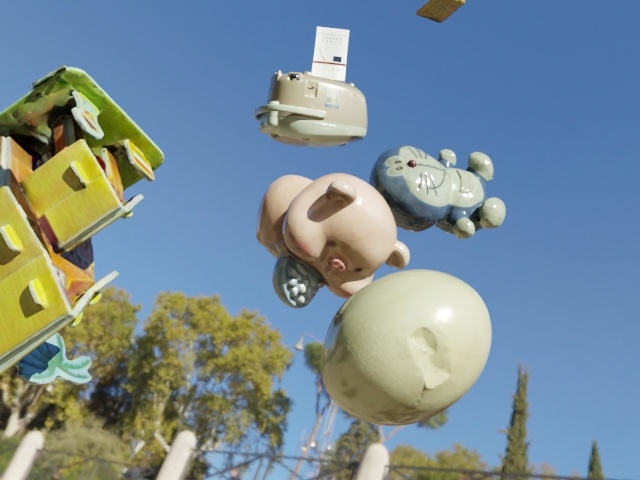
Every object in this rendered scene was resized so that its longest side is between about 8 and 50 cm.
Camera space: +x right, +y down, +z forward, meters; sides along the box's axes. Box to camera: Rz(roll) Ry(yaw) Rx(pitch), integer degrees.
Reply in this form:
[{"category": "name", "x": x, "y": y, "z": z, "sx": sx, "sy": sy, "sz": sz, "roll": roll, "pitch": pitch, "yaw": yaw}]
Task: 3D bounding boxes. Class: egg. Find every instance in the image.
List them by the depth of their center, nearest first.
[{"category": "egg", "x": 0.128, "y": 0.158, "z": 1.014, "sx": 0.219, "sy": 0.269, "sz": 0.219, "roll": 50, "pitch": -16, "yaw": 20}]

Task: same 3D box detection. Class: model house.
[{"category": "model house", "x": -0.320, "y": 0.034, "z": 0.891, "sx": 0.300, "sy": 0.324, "sz": 0.340, "roll": -32, "pitch": -45, "yaw": 7}]

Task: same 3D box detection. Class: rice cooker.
[{"category": "rice cooker", "x": -0.013, "y": -0.231, "z": 1.222, "sx": 0.206, "sy": 0.127, "sz": 0.145, "roll": 10, "pitch": -3, "yaw": -19}]

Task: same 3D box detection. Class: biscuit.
[{"category": "biscuit", "x": 0.263, "y": -0.511, "z": 1.483, "sx": 0.083, "sy": 0.018, "sz": 0.081, "roll": 2, "pitch": -22, "yaw": -38}]

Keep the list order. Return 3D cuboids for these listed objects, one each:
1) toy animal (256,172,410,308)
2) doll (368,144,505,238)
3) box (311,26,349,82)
[{"category": "toy animal", "x": 0.008, "y": -0.018, "z": 1.142, "sx": 0.229, "sy": 0.221, "sz": 0.210, "roll": -40, "pitch": -56, "yaw": 16}, {"category": "doll", "x": 0.221, "y": -0.100, "z": 1.338, "sx": 0.258, "sy": 0.228, "sz": 0.154, "roll": 17, "pitch": -42, "yaw": -23}, {"category": "box", "x": 0.023, "y": -0.454, "z": 1.683, "sx": 0.083, "sy": 0.154, "sz": 0.040, "roll": 7, "pitch": -22, "yaw": -3}]
